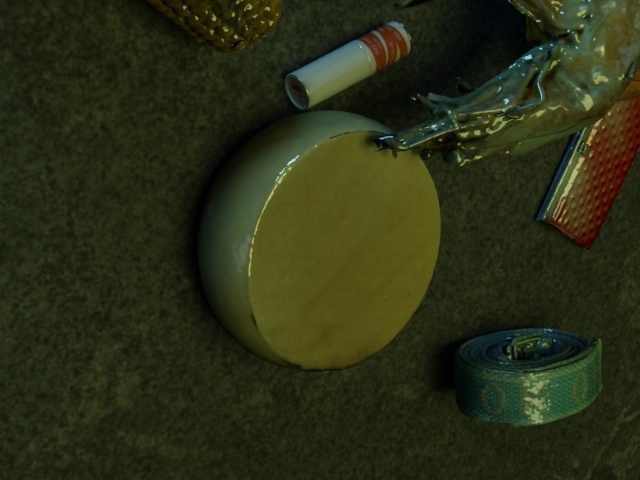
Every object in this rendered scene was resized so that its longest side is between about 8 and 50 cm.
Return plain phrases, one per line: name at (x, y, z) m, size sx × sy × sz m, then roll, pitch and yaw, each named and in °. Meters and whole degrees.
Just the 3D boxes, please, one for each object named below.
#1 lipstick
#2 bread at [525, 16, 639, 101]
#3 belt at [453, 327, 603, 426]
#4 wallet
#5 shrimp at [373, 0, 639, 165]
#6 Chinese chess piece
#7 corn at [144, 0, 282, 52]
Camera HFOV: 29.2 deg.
lipstick at (0.028, -0.168, 1.176) m, size 0.130 × 0.038 × 0.038 m, roll -31°, pitch 120°, yaw -26°
bread at (0.307, -0.265, 1.307) m, size 0.198 × 0.120 × 0.236 m, roll -13°, pitch 110°, yaw -35°
belt at (0.226, 0.144, 1.355) m, size 0.163 × 0.147 × 0.082 m, roll -25°, pitch 118°, yaw -61°
wallet at (0.325, -0.093, 1.434) m, size 0.103 × 0.020 × 0.196 m, roll 28°, pitch 86°, yaw -38°
shrimp at (0.176, -0.197, 1.152) m, size 0.360 × 0.085 × 0.247 m, roll -38°, pitch 101°, yaw -18°
Chinese chess piece at (0.000, 0.000, 1.169) m, size 0.250 × 0.097 × 0.251 m, roll -12°, pitch 111°, yaw -35°
corn at (-0.149, -0.268, 0.972) m, size 0.318 × 0.115 × 0.115 m, roll 38°, pitch 79°, yaw -38°
